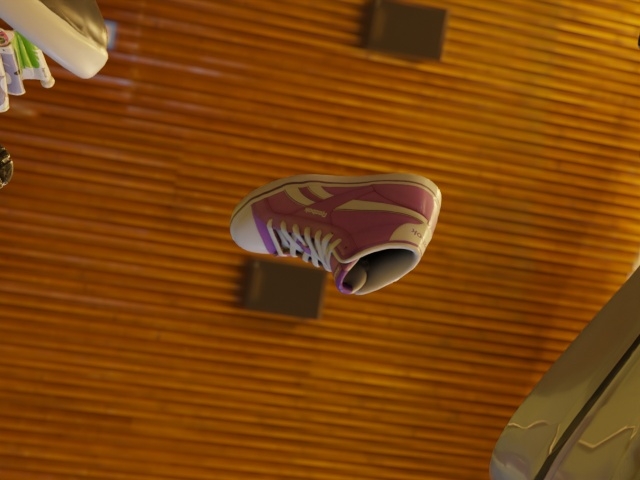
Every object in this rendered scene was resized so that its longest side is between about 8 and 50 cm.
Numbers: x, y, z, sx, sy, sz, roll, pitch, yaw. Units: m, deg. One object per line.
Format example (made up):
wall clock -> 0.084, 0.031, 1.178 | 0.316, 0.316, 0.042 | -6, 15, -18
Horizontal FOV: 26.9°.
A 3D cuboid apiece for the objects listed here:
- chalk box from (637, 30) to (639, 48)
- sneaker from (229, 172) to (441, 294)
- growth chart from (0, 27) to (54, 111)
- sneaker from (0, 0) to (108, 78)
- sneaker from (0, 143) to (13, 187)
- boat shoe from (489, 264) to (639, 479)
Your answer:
chalk box -> 0.335, -0.318, 1.205 | 0.179, 0.180, 0.289 | 12, -71, 44
sneaker -> 0.000, -0.001, 1.647 | 0.102, 0.282, 0.161 | 63, 31, -35
growth chart -> -0.413, -0.169, 1.497 | 0.172, 0.237, 0.021 | 74, -6, -68
sneaker -> -0.157, -0.229, 0.657 | 0.295, 0.147, 0.104 | 56, 3, 7
sneaker -> -0.481, -0.138, 1.677 | 0.081, 0.208, 0.094 | -44, -166, -25
boat shoe -> 0.179, 0.025, 0.533 | 0.267, 0.096, 0.088 | -49, -125, 2
